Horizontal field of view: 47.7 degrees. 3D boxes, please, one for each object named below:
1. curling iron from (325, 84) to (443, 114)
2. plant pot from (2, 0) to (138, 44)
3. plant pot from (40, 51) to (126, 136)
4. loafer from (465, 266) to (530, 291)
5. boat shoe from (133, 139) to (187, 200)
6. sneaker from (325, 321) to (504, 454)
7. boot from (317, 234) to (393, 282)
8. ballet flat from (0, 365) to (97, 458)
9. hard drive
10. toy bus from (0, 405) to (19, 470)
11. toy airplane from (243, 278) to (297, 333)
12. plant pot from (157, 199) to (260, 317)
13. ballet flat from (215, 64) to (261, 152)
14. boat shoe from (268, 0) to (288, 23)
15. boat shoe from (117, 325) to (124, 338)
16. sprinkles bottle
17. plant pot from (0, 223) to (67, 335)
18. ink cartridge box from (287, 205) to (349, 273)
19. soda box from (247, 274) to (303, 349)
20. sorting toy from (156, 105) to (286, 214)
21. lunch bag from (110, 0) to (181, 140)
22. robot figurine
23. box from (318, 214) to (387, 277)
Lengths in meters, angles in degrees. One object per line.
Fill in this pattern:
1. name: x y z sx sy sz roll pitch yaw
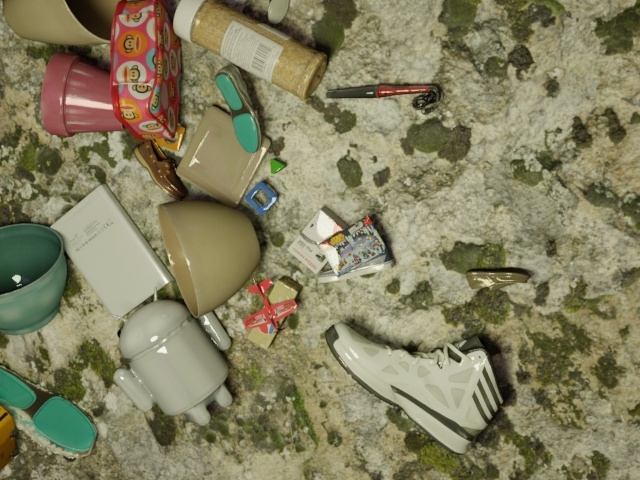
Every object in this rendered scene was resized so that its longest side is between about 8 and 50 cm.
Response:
1. curling iron: 0.145 -0.331 1.676 0.273 0.035 0.068 6 102 12
2. plant pot: -0.617 -0.572 1.724 0.274 0.256 0.257 -4 100 30
3. plant pot: -0.562 -0.345 1.775 0.180 0.201 0.201 9 103 -4
4. loafer: 0.413 0.092 1.688 0.148 0.056 0.050 1 102 24
5. boat shoe: -0.395 -0.180 1.823 0.060 0.064 0.178 -41 87 19
6. sneaker: 0.244 0.281 1.730 0.447 0.169 0.257 37 98 -4
7. boot: 0.078 0.045 1.758 0.189 0.069 0.086 -14 90 8
8. ballet flat: -0.798 0.488 2.037 0.408 0.147 0.147 31 106 9
9. hard drive: -0.554 0.034 1.916 0.203 0.040 0.308 -35 91 17
10. toy bus: -0.916 0.550 1.988 0.130 0.108 0.333 37 141 4
11. toy airplane: -0.133 0.160 1.784 0.151 0.028 0.151 2 100 13
12. plant pot: -0.256 0.021 1.748 0.190 0.284 0.284 -19 97 -20
13. ballet flat: -0.180 -0.312 1.708 0.072 0.068 0.213 -5 120 30
14. boat shoe: -0.099 -0.570 1.688 0.046 0.038 0.125 1 112 -29
15. boat shoe: -0.479 0.246 1.940 0.133 0.042 0.049 -4 97 13
16. sprinkles bottle: -0.163 -0.454 1.682 0.355 0.121 0.121 29 106 6
17. plant pot: -0.794 0.121 1.888 0.293 0.293 0.196 6 129 12
18. ink cartridge box: 0.000 0.000 1.766 0.099 0.056 0.135 40 107 2
19. soda box: -0.114 0.182 1.830 0.061 0.058 0.181 30 107 6
20. sorting toy: -0.239 -0.206 1.791 0.347 0.047 0.196 32 102 5
21. lunch bag: -0.392 -0.386 1.686 0.120 0.258 0.293 -1 79 6
22. robot figurine: -0.369 0.297 1.830 0.354 0.300 0.199 57 151 -8
23. box: 0.077 0.014 1.706 0.137 0.027 0.094 -31 90 6
